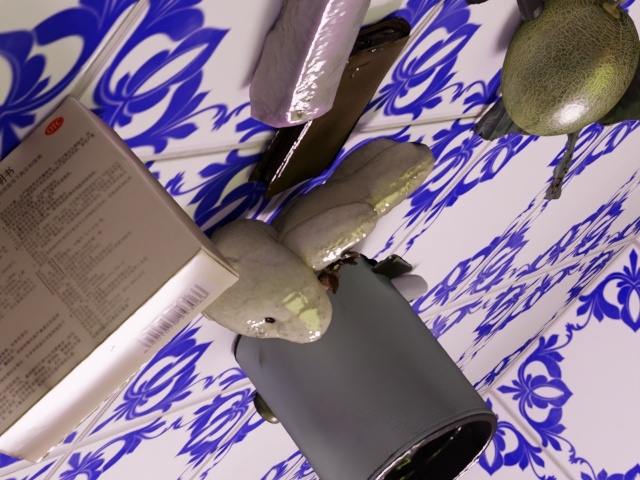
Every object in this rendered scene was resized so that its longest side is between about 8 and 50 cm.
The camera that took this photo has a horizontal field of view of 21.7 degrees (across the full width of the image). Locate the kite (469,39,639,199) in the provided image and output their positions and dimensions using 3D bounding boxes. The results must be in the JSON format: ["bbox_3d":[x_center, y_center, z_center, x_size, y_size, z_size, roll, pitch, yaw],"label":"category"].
[{"bbox_3d":[0.297,-0.169,1.916,0.323,0.013,0.267,-5,-117,49],"label":"kite"}]

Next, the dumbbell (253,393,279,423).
[{"bbox_3d":[-0.041,0.200,2.296,0.046,0.052,0.118,29,112,-39],"label":"dumbbell"}]

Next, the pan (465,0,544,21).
[{"bbox_3d":[0.193,-0.268,1.637,0.136,0.028,0.235,-41,162,-1],"label":"pan"}]

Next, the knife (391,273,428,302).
[{"bbox_3d":[0.074,0.080,2.284,0.073,0.040,0.265,-39,167,23],"label":"knife"}]

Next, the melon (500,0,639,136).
[{"bbox_3d":[0.276,-0.198,1.827,0.139,0.139,0.192,-25,157,-48],"label":"melon"}]

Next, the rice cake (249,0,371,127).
[{"bbox_3d":[0.013,-0.209,1.287,0.070,0.064,0.399,-28,160,-27],"label":"rice cake"}]

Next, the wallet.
[{"bbox_3d":[0.008,-0.124,1.571,0.110,0.031,0.198,-26,157,-45],"label":"wallet"}]

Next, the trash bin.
[{"bbox_3d":[0.054,0.181,2.016,0.277,0.262,0.217,-43,154,10],"label":"trash bin"}]

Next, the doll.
[{"bbox_3d":[0.002,0.001,1.669,0.278,0.149,0.175,-40,165,-10],"label":"doll"}]

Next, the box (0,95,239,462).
[{"bbox_3d":[-0.196,0.029,1.219,0.212,0.168,0.095,-42,161,1],"label":"box"}]
